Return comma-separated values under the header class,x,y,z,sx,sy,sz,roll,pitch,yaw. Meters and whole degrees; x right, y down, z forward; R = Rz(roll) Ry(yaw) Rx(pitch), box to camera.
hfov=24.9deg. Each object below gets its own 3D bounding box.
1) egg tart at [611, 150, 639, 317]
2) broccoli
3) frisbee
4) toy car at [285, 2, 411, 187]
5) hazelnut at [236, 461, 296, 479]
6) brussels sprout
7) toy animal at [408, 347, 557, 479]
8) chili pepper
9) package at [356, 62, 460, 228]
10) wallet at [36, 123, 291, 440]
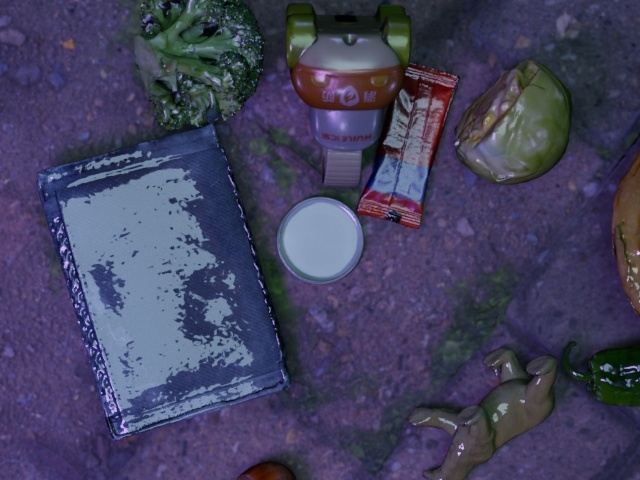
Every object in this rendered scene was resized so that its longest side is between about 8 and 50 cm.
class,x,y,z,sx,sy,sz,roll,pitch,yaw
egg tart,0.510,0.009,1.751,0.341,0.129,0.341,-2,71,5
broccoli,-0.153,-0.226,1.743,0.156,0.195,0.195,-22,91,-35
frisbee,0.000,0.000,1.813,0.110,0.014,0.110,0,89,-1
toy car,0.030,-0.168,1.725,0.145,0.235,0.235,0,90,-1
hazelnut,-0.065,0.313,1.784,0.086,0.086,0.086,0,90,-2
brussels sprout,0.246,-0.133,1.761,0.122,0.149,0.151,32,128,-16
toy animal,0.205,0.225,1.791,0.219,0.103,0.101,-36,115,-6
chili pepper,0.434,0.155,1.802,0.257,0.074,0.100,-10,87,-6
package,0.109,-0.120,1.812,0.083,0.022,0.200,15,90,-1
wallet,-0.190,0.049,1.781,0.237,0.075,0.342,-17,88,-8
